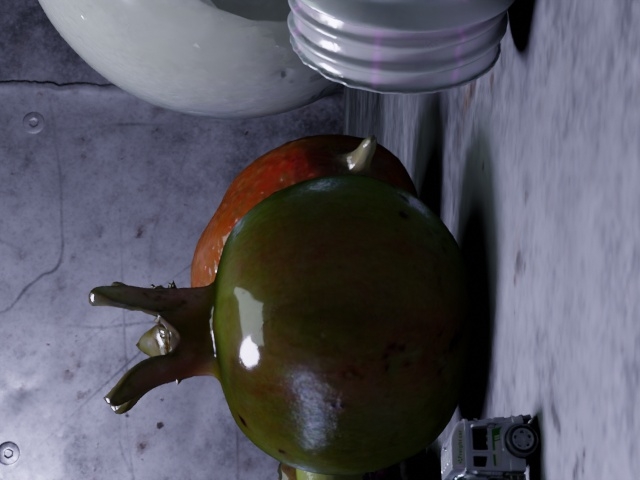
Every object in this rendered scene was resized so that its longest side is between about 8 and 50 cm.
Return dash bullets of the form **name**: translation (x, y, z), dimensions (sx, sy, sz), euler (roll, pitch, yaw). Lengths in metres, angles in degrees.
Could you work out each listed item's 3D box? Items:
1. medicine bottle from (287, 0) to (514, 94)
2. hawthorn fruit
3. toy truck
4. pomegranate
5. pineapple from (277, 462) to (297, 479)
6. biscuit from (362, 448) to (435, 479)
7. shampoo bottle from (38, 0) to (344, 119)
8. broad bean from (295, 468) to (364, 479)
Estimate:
- **medicine bottle**: translation (0.044, -0.228, 0.535), dimensions (0.179, 0.124, 0.324), euler (-90, 4, -53)
- **hawthorn fruit**: translation (0.000, 0.000, 0.972), dimensions (0.251, 0.199, 0.199), euler (111, 164, -52)
- **toy truck**: translation (0.071, 0.116, 0.533), dimensions (0.039, 0.044, 0.083), euler (103, 169, -66)
- **pomegranate**: translation (-0.021, 0.053, 0.742), dimensions (0.181, 0.224, 0.182), euler (173, 90, -89)
- **pineapple**: translation (0.025, 0.273, 1.243), dimensions (0.251, 0.125, 0.125), euler (78, -170, -50)
- **biscuit**: translation (0.053, 0.238, 0.891), dimensions (0.194, 0.053, 0.195), euler (-177, 90, -88)
- **shampoo bottle**: translation (-0.066, -0.253, 0.921), dimensions (0.317, 0.322, 0.323), euler (-177, 89, -83)
- **broad bean**: translation (0.031, 0.197, 1.033), dimensions (0.124, 0.082, 0.175), euler (27, -128, -50)
